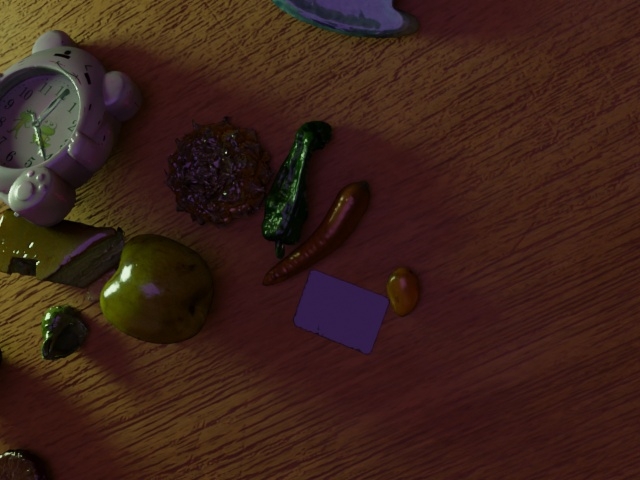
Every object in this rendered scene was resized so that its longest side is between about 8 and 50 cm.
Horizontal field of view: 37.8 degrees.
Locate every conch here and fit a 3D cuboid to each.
[{"bbox_3d":[-0.493,0.176,1.791,0.089,0.074,0.121,13,56,-2],"label":"conch"}]

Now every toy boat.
[{"bbox_3d":[0.033,-0.477,1.640,0.330,0.123,0.215,14,103,2],"label":"toy boat"}]

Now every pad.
[{"bbox_3d":[0.036,0.130,1.699,0.157,0.003,0.112,21,96,12],"label":"pad"}]

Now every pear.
[{"bbox_3d":[-0.289,0.088,1.681,0.200,0.200,0.200,0,92,13],"label":"pear"}]

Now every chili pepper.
[{"bbox_3d":[-0.047,-0.094,1.668,0.100,0.074,0.257,15,91,45],"label":"chili pepper"}]

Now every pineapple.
[{"bbox_3d":[-0.194,-0.125,1.706,0.225,0.076,0.225,-1,87,15],"label":"pineapple"}]

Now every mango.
[{"bbox_3d":[0.146,0.092,1.652,0.060,0.046,0.089,7,106,15],"label":"mango"}]

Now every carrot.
[{"bbox_3d":[0.000,0.000,1.678,0.066,0.062,0.271,34,105,-23],"label":"carrot"}]

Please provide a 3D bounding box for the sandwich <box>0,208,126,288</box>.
[{"bbox_3d":[-0.475,0.022,1.736,0.236,0.122,0.128,9,80,23],"label":"sandwich"}]

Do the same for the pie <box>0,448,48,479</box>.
[{"bbox_3d":[-0.598,0.483,1.826,0.153,0.038,0.153,-6,72,20],"label":"pie"}]

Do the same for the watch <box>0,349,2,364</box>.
[{"bbox_3d":[-0.734,0.237,1.794,0.200,0.196,0.171,29,89,4],"label":"watch"}]

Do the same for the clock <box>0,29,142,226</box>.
[{"bbox_3d":[-0.507,-0.214,1.720,0.295,0.113,0.322,35,82,22],"label":"clock"}]

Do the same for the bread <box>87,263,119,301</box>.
[{"bbox_3d":[-0.412,0.076,1.789,0.070,0.035,0.083,-6,84,13],"label":"bread"}]
